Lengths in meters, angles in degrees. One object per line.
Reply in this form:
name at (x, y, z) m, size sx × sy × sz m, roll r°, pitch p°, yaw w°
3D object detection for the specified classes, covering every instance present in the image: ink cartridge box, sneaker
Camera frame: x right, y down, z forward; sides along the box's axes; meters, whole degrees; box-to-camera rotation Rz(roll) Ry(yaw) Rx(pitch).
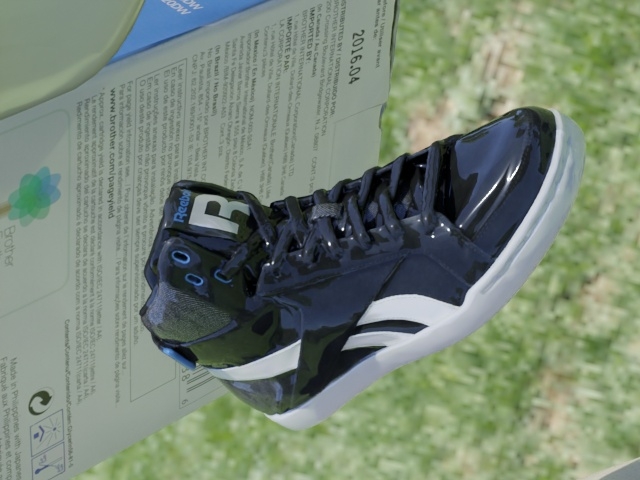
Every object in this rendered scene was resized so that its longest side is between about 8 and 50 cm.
ink cartridge box at (-0.104, -0.036, 1.037) m, size 0.151 × 0.395 × 0.270 m, roll 36°, pitch 136°, yaw 35°
sneaker at (0.000, 0.000, 0.763) m, size 0.217 × 0.121 × 0.079 m, roll -42°, pitch 29°, yaw 38°

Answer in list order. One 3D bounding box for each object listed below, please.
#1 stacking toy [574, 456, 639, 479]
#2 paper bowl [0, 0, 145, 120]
stacking toy at (0.210, 0.328, 0.784) m, size 0.480 × 0.350 × 0.350 m, roll 69°, pitch 158°, yaw 2°
paper bowl at (-0.120, -0.138, 0.461) m, size 0.284 × 0.148 × 0.284 m, roll 180°, pitch 90°, yaw -71°
